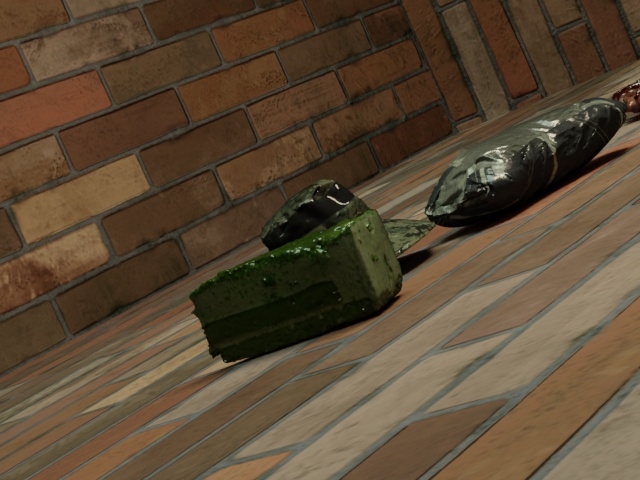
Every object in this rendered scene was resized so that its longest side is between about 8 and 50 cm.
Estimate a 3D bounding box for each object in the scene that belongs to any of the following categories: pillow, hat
[{"bbox_3d":[0.272,-0.106,2.027,0.335,0.093,0.161,-28,9,-39],"label":"pillow"},{"bbox_3d":[0.000,0.000,1.913,0.265,0.128,0.265,-34,2,1],"label":"hat"}]

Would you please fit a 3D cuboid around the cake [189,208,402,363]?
[{"bbox_3d":[-0.035,0.058,1.650,0.235,0.100,0.099,-23,4,12],"label":"cake"}]

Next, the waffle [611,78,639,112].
[{"bbox_3d":[0.568,-0.250,2.434,0.234,0.055,0.221,-20,2,-12],"label":"waffle"}]
